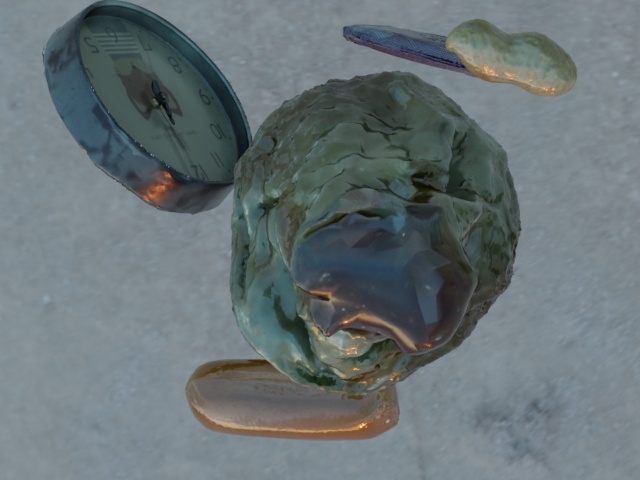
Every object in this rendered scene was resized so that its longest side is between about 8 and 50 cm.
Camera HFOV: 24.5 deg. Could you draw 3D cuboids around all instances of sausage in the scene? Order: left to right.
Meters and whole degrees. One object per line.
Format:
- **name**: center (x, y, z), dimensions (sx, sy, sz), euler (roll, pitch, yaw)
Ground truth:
- **sausage**: center (-0.035, 0.202, 1.865), dimensions (0.274, 0.105, 0.105), euler (1, 100, 14)

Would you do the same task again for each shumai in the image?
- **shumai**: center (0.055, -0.032, 1.037), dimensions (0.222, 0.272, 0.203), euler (13, 151, -9)

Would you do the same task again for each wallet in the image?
- **wallet**: center (0.112, -0.181, 1.426), dimensions (0.166, 0.111, 0.030), euler (16, 104, 22)

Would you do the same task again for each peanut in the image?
- **peanut**: center (0.112, -0.107, 0.870), dimensions (0.083, 0.037, 0.037), euler (12, 109, -17)

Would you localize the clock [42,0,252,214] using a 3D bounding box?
- **clock**: center (-0.227, -0.185, 2.000), dimensions (0.067, 0.325, 0.325), euler (-39, 80, 29)
